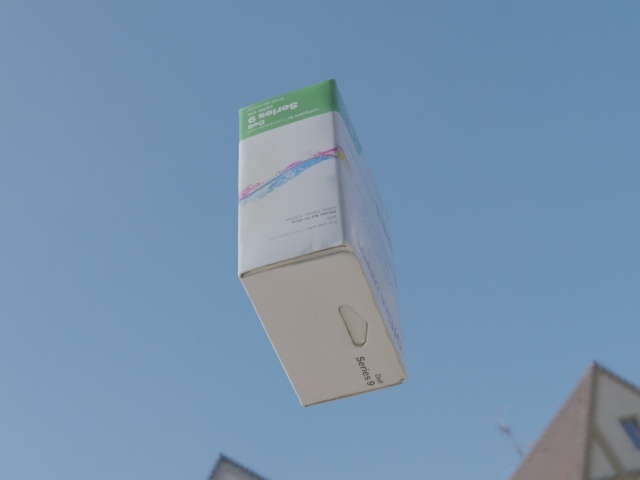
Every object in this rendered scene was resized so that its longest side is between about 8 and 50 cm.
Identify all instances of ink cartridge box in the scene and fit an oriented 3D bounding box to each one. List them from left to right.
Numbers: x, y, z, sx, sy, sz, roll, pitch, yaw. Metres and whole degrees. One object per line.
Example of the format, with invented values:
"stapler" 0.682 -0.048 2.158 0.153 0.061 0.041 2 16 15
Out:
"ink cartridge box" 0.000 0.000 1.015 0.093 0.212 0.154 -17 -50 9
